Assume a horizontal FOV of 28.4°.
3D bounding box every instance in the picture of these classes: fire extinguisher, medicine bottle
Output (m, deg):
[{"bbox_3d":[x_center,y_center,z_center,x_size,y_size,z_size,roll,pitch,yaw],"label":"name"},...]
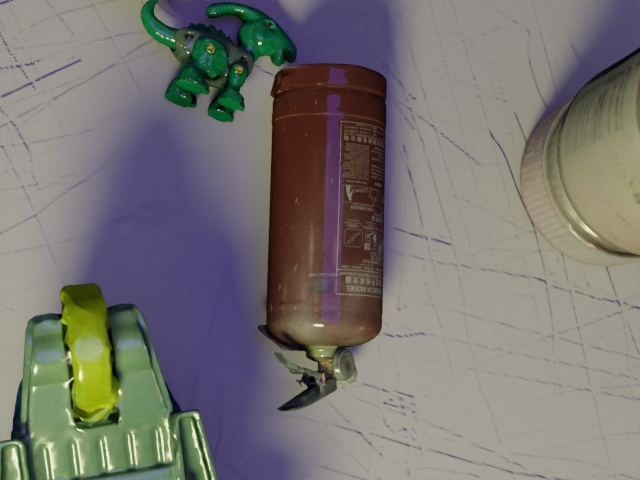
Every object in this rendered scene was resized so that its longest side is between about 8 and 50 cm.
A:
[{"bbox_3d":[0.000,0.000,1.000,0.104,0.105,0.269,4,82,-11],"label":"fire extinguisher"},{"bbox_3d":[0.270,-0.069,0.977,0.165,0.273,0.165,1,82,-10],"label":"medicine bottle"}]

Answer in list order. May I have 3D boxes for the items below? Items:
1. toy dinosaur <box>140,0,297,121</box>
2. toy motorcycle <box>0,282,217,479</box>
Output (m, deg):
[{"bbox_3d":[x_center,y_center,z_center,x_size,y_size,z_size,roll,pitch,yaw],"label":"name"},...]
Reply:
[{"bbox_3d":[-0.087,-0.156,1.031,0.132,0.059,0.096,24,70,-16],"label":"toy dinosaur"},{"bbox_3d":[-0.153,0.187,0.905,0.191,0.200,0.327,-7,95,-13],"label":"toy motorcycle"}]
